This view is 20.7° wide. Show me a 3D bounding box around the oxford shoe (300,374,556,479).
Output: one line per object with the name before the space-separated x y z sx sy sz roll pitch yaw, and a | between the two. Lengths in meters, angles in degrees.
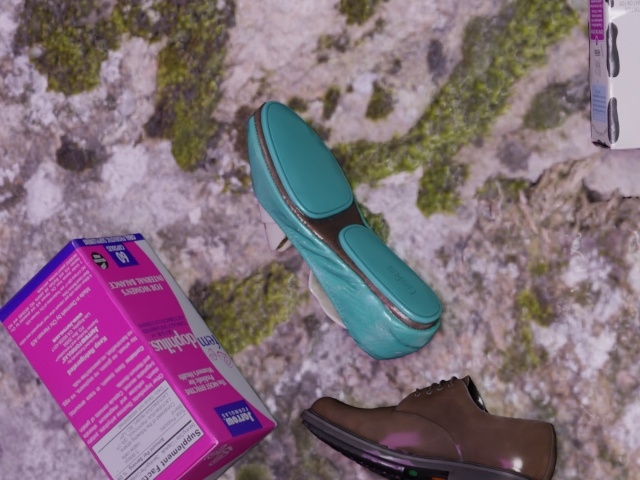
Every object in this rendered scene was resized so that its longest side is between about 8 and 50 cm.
oxford shoe | 0.090 0.154 1.424 0.227 0.083 0.096 11 74 28

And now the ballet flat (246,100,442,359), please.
ballet flat | 0.000 0.000 1.449 0.247 0.083 0.087 53 127 16

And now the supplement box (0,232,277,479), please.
supplement box | -0.158 0.112 1.515 0.114 0.111 0.220 -41 76 22

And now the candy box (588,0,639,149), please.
candy box | 0.274 -0.185 1.258 0.159 0.071 0.233 -2 96 -3
